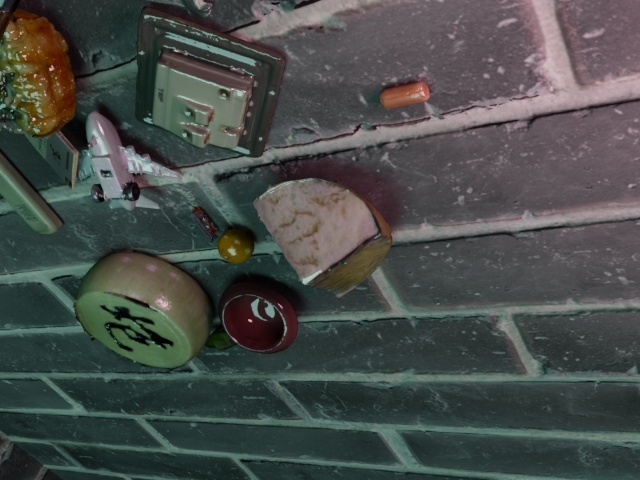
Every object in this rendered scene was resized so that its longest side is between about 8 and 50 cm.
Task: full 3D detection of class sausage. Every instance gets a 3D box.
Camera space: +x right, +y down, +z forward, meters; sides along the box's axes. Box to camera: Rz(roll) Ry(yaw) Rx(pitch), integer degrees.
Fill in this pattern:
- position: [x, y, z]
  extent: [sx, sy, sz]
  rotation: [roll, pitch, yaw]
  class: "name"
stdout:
- position: [0.134, -0.233, 1.190]
  extent: [0.083, 0.034, 0.034]
  rotation: [-7, 134, 33]
  class: "sausage"

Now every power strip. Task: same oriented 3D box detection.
- position: [-0.208, -0.251, 1.291]
  extent: [0.251, 0.092, 0.257]
  rotation: [22, 141, 1]
  class: "power strip"

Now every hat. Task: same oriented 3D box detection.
- position: [-0.145, 0.178, 1.762]
  extent: [0.205, 0.089, 0.205]
  rotation: [7, 116, 15]
  class: "hat"

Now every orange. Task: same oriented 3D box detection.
- position: [-0.185, 0.013, 1.612]
  extent: [0.083, 0.070, 0.083]
  rotation: [17, 145, 13]
  class: "orange"

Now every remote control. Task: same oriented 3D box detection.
- position: [-0.727, -0.126, 1.739]
  extent: [0.090, 0.038, 0.309]
  rotation: [-4, 135, 32]
  class: "remote control"

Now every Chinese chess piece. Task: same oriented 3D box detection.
- position: [-0.449, 0.184, 1.886]
  extent: [0.349, 0.146, 0.349]
  rotation: [13, 142, 11]
  class: "Chinese chess piece"

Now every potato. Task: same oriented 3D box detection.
- position: [0.030, -0.022, 1.453]
  extent: [0.189, 0.211, 0.264]
  rotation: [-36, 161, 8]
  class: "potato"

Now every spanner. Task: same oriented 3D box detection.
- position: [-0.317, -0.414, 1.212]
  extent: [0.302, 0.017, 0.071]
  rotation: [12, 141, 15]
  class: "spanner"

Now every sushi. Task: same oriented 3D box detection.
- position: [-0.553, -0.292, 1.350]
  extent: [0.184, 0.139, 0.274]
  rotation: [6, 119, 22]
  class: "sushi"

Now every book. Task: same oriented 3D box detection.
- position: [-0.559, -0.203, 1.521]
  extent: [0.181, 0.014, 0.127]
  rotation: [47, 144, 12]
  class: "book"

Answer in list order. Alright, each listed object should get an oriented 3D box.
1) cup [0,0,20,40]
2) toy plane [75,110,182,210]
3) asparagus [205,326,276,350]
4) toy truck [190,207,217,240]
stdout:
- position: [-0.518, -0.430, 1.158]
  extent: [0.177, 0.166, 0.239]
  rotation: [-23, 103, 36]
  class: "cup"
- position: [-0.422, -0.149, 1.511]
  extent: [0.251, 0.101, 0.255]
  rotation: [-1, 138, 12]
  class: "toy plane"
- position: [-0.181, 0.239, 1.881]
  extent: [0.287, 0.080, 0.080]
  rotation: [-5, 135, 39]
  class: "asparagus"
- position: [-0.253, -0.035, 1.620]
  extent: [0.024, 0.032, 0.083]
  rotation: [-12, 132, 30]
  class: "toy truck"
